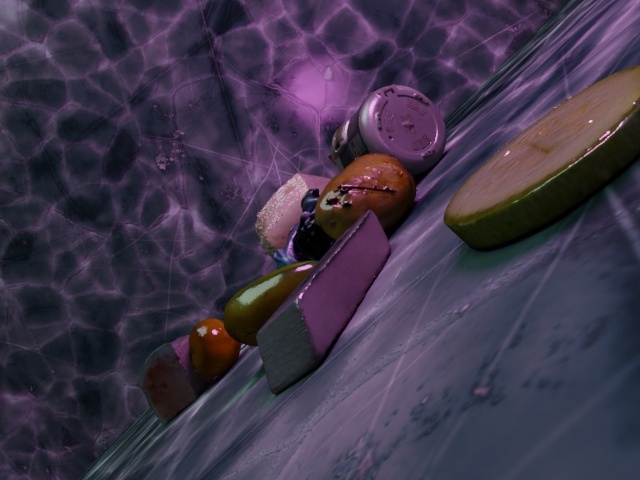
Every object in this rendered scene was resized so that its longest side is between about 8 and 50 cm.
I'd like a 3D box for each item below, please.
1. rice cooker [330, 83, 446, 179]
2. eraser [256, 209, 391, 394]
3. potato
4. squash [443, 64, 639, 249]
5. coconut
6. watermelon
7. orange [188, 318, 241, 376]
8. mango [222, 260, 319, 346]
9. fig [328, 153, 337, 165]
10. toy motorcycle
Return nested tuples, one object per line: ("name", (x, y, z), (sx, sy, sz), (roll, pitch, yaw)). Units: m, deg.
("rice cooker", (0.194, -0.281, 1.462), (0.288, 0.288, 0.277), (-45, 4, -26))
("eraser", (0.014, 0.071, 0.751), (0.111, 0.077, 0.352), (-42, 4, 36))
("potato", (0.109, -0.096, 1.054), (0.300, 0.172, 0.140), (-41, -40, -47))
("squash", (0.210, -0.078, 0.459), (0.219, 0.041, 0.219), (-44, 3, 3))
("coconut", (-0.038, -0.066, 1.598), (0.309, 0.297, 0.297), (-47, 2, 6))
("watermelon", (-0.406, 0.398, 1.430), (0.260, 0.256, 0.176), (-35, 50, 25))
("orange", (-0.288, 0.290, 1.345), (0.134, 0.157, 0.156), (3, -26, -31))
("mango", (-0.063, 0.114, 0.885), (0.232, 0.126, 0.111), (-22, -1, -1))
("fig", (0.112, -0.192, 1.654), (0.159, 0.257, 0.159), (-40, 19, 16))
("toy motorcycle", (0.000, 0.000, 1.261), (0.232, 0.172, 0.416), (-58, -9, 10))
